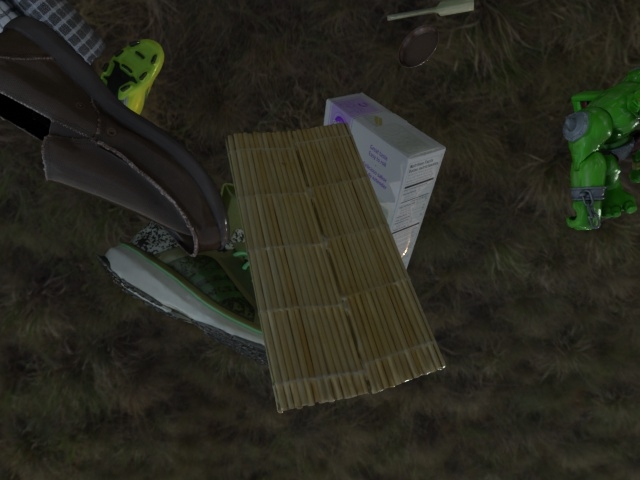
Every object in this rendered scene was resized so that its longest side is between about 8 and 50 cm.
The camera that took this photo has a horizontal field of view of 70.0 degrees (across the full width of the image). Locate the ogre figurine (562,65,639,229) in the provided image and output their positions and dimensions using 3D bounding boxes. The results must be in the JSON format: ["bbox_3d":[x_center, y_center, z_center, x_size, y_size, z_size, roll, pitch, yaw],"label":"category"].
[{"bbox_3d":[0.318,-0.105,0.480,0.197,0.097,0.118,-29,107,1],"label":"ogre figurine"}]

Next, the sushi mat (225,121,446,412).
[{"bbox_3d":[0.000,0.000,0.463,0.151,0.316,0.019,-8,149,-15],"label":"sushi mat"}]

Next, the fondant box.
[{"bbox_3d":[0.093,-0.090,0.918,0.096,0.238,0.330,-19,137,-29],"label":"fondant box"}]

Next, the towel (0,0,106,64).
[{"bbox_3d":[-0.488,-0.402,0.776,0.121,0.284,0.235,-40,127,2],"label":"towel"}]

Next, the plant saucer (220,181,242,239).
[{"bbox_3d":[-0.184,-0.044,1.215,0.188,0.188,0.045,11,163,-6],"label":"plant saucer"}]

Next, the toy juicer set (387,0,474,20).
[{"bbox_3d":[0.259,-0.519,0.873,0.209,0.329,0.089,-4,95,-3],"label":"toy juicer set"}]

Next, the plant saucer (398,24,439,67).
[{"bbox_3d":[0.362,-0.702,1.667,0.168,0.168,0.029,-37,143,27],"label":"plant saucer"}]

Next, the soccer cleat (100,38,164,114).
[{"bbox_3d":[-0.421,-0.293,0.978,0.093,0.121,0.289,30,92,2],"label":"soccer cleat"}]

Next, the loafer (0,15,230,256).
[{"bbox_3d":[-0.272,-0.098,0.565,0.366,0.130,0.134,42,151,-4],"label":"loafer"}]

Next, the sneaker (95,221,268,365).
[{"bbox_3d":[-0.139,0.064,0.729,0.410,0.182,0.158,27,158,4],"label":"sneaker"}]
